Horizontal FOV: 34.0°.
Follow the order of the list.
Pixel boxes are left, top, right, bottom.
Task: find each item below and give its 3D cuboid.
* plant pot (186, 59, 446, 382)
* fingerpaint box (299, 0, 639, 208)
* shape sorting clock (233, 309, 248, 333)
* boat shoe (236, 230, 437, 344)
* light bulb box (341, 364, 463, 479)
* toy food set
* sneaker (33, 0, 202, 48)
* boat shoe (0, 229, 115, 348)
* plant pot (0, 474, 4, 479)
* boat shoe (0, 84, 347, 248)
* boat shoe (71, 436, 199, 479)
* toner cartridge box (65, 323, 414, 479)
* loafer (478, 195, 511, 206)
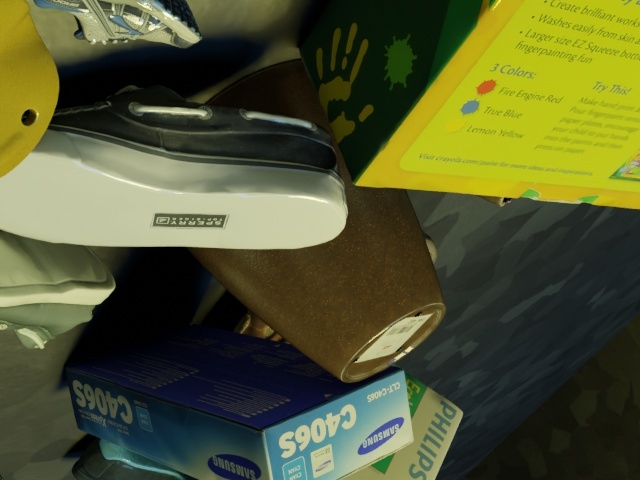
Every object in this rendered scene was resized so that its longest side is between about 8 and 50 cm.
[{"bbox_3d":[0.000,0.000,0.911,0.215,0.230,0.215,-30,156,-14],"label":"plant pot"},{"bbox_3d":[0.267,-0.204,0.836,0.444,0.163,0.371,2,142,-33],"label":"fingerpaint box"},{"bbox_3d":[-0.024,0.094,1.310,0.206,0.040,0.206,-25,152,-15],"label":"shape sorting clock"},{"bbox_3d":[-0.017,0.059,1.163,0.324,0.116,0.123,-39,166,25],"label":"boat shoe"},{"bbox_3d":[-0.024,0.381,1.472,0.361,0.225,0.358,-56,178,40],"label":"light bulb box"},{"bbox_3d":[-0.253,-0.096,0.589,0.217,0.071,0.128,-4,118,-55],"label":"toy food set"},{"bbox_3d":[-0.132,-0.152,0.673,0.058,0.052,0.135,-34,152,22],"label":"sneaker"},{"bbox_3d":[-0.267,0.032,0.745,0.099,0.116,0.319,-44,162,10],"label":"boat shoe"},{"bbox_3d":[-0.350,0.259,0.774,0.293,0.235,0.293,-24,127,-36],"label":"plant pot"},{"bbox_3d":[-0.126,-0.063,0.759,0.301,0.102,0.108,3,149,-18],"label":"boat shoe"},{"bbox_3d":[-0.230,0.296,1.371,0.089,0.109,0.258,-33,142,11],"label":"boat shoe"},{"bbox_3d":[-0.091,0.156,1.013,0.165,0.075,0.347,-18,-165,-37],"label":"toner cartridge box"},{"bbox_3d":[0.294,-0.153,1.161,0.365,0.130,0.134,-35,158,-3],"label":"loafer"}]
